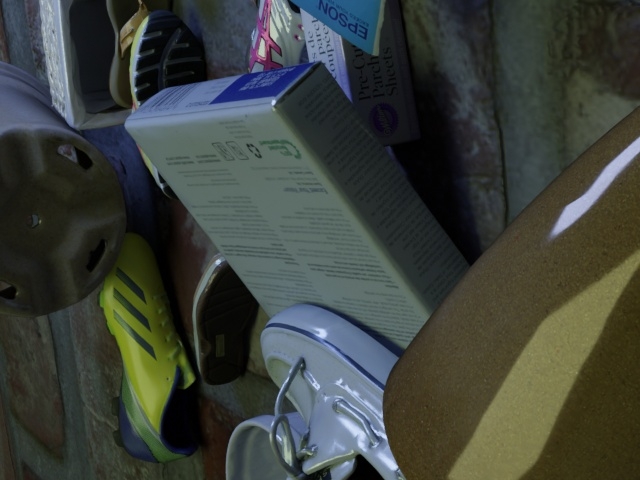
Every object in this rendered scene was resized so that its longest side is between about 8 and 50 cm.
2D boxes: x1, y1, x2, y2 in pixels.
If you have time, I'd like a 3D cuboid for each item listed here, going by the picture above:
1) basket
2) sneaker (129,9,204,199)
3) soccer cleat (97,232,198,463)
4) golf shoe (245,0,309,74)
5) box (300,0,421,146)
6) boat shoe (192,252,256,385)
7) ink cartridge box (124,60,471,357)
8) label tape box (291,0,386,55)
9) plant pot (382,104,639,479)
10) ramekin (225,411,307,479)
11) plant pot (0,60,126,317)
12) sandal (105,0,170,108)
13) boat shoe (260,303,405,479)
[{"bbox_3d":[-0.255,-0.223,1.627,0.103,0.113,0.167,33,131,58],"label":"basket"},{"bbox_3d":[-0.178,-0.152,1.546,0.094,0.081,0.208,36,133,54],"label":"sneaker"},{"bbox_3d":[-0.200,0.132,1.736,0.121,0.093,0.289,1,100,31],"label":"soccer cleat"},{"bbox_3d":[-0.025,-0.181,1.258,0.086,0.067,0.186,17,116,57],"label":"golf shoe"},{"bbox_3d":[0.016,-0.235,1.162,0.063,0.067,0.324,2,103,62],"label":"box"},{"bbox_3d":[-0.115,0.074,1.550,0.072,0.068,0.190,-113,26,-42],"label":"boat shoe"},{"bbox_3d":[0.000,0.000,1.237,0.330,0.071,0.324,53,159,-20],"label":"ink cartridge box"},{"bbox_3d":[0.016,-0.344,0.998,0.249,0.115,0.347,39,139,25],"label":"label tape box"},{"bbox_3d":[0.191,0.044,0.816,0.237,0.237,0.254,54,134,36],"label":"plant pot"},{"bbox_3d":[0.002,0.258,1.358,0.207,0.109,0.207,36,133,51],"label":"ramekin"},{"bbox_3d":[-0.389,-0.045,1.710,0.305,0.334,0.333,21,120,58],"label":"plant pot"},{"bbox_3d":[-0.197,-0.221,1.550,0.049,0.072,0.180,-129,39,-51],"label":"sandal"},{"bbox_3d":[0.027,0.188,1.186,0.367,0.156,0.136,36,155,43],"label":"boat shoe"}]
